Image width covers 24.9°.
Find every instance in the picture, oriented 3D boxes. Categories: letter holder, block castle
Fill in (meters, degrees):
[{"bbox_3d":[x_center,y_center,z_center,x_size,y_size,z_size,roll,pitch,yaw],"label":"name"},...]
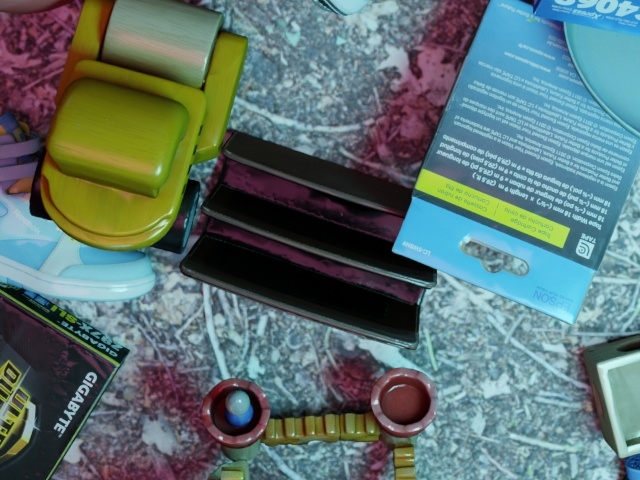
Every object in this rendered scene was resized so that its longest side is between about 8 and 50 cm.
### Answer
[{"bbox_3d":[0.000,0.000,1.774,0.301,0.214,0.152,19,105,0],"label":"letter holder"},{"bbox_3d":[0.005,0.388,1.755,0.303,0.213,0.453,-3,67,-1],"label":"block castle"}]

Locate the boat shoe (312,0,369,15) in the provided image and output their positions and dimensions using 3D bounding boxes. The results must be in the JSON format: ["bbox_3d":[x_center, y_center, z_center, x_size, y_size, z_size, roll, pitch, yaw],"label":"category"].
[{"bbox_3d":[-0.081,-0.381,1.748,0.335,0.121,0.119,47,111,4],"label":"boat shoe"}]

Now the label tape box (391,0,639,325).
[{"bbox_3d":[0.250,-0.097,1.742,0.240,0.106,0.334,23,89,-1],"label":"label tape box"}]

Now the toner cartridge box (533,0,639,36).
[{"bbox_3d":[0.419,-0.308,1.658,0.347,0.075,0.165,11,63,-7],"label":"toner cartridge box"}]

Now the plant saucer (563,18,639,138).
[{"bbox_3d":[0.426,-0.222,1.683,0.317,0.044,0.318,5,64,-10],"label":"plant saucer"}]

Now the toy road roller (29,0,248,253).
[{"bbox_3d":[-0.216,-0.149,1.698,0.202,0.240,0.330,15,80,-1],"label":"toy road roller"}]

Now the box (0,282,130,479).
[{"bbox_3d":[-0.447,0.215,1.941,0.257,0.079,0.322,33,105,-2],"label":"box"}]

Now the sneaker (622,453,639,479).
[{"bbox_3d":[0.510,0.332,1.889,0.232,0.081,0.090,2,107,12],"label":"sneaker"}]

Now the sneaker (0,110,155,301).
[{"bbox_3d":[-0.352,-0.048,1.841,0.319,0.127,0.208,13,105,-1],"label":"sneaker"}]

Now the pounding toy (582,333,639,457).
[{"bbox_3d":[0.446,0.153,1.843,0.206,0.094,0.181,-16,98,-1],"label":"pounding toy"}]

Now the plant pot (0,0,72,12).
[{"bbox_3d":[-0.392,-0.388,1.695,0.275,0.243,0.275,1,105,5],"label":"plant pot"}]
